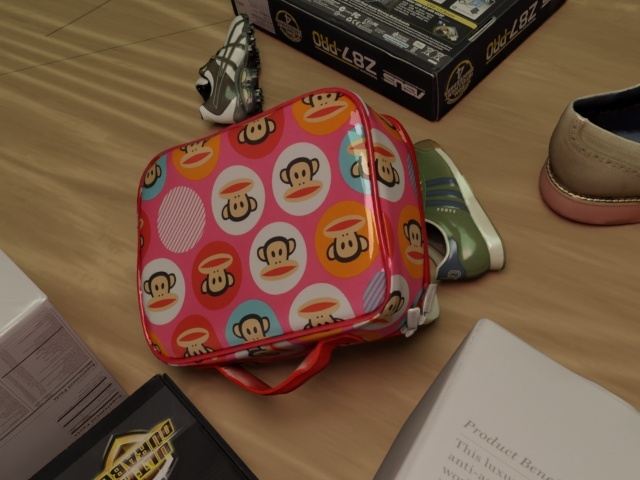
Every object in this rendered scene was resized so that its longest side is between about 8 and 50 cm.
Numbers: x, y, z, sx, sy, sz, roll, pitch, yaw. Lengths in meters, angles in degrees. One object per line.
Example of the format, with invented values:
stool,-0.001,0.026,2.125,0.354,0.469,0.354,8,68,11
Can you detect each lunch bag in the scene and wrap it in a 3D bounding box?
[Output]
lunch bag,-0.043,0.016,0.701,0.293,0.120,0.258,-14,74,30

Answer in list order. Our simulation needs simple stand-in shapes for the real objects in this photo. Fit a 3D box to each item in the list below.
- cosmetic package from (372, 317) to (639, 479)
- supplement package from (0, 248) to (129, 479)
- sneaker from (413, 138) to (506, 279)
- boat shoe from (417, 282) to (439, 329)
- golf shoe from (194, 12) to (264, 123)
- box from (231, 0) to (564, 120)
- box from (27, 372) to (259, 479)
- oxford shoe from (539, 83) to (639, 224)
cosmetic package,0.088,0.273,0.415,0.230,0.161,0.453,34,41,10
supplement package,-0.328,0.103,0.707,0.194,0.203,0.149,36,67,30
sneaker,0.125,-0.034,0.822,0.086,0.064,0.192,-19,56,-11
boat shoe,0.000,0.000,0.820,0.319,0.116,0.099,45,114,25
golf shoe,-0.129,-0.240,1.009,0.094,0.077,0.198,-8,52,3
box,0.107,-0.371,1.057,0.395,0.097,0.318,34,67,28
box,-0.159,0.308,0.613,0.295,0.073,0.293,-38,56,-18
oxford shoe,0.443,-0.115,0.781,0.397,0.146,0.140,-11,52,0
